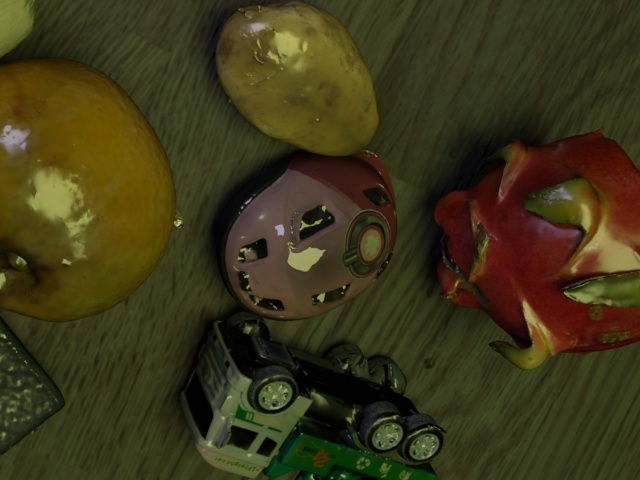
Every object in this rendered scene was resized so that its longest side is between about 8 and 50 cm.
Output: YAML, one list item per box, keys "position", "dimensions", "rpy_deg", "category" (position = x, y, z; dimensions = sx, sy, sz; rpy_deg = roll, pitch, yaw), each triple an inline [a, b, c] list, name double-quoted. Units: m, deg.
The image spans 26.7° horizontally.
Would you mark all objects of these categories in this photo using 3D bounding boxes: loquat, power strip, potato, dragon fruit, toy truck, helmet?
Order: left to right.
- position: [-0.397, 0.126, 1.521]
  dimensions: [0.105, 0.070, 0.256]
  rpy_deg: [-37, 116, -8]
  category: "power strip"
- position: [-0.287, -0.058, 1.407]
  dimensions: [0.275, 0.275, 0.274]
  rpy_deg: [-8, 109, -23]
  category: "loquat"
- position: [-0.022, -0.194, 1.571]
  dimensions: [0.235, 0.128, 0.161]
  rpy_deg: [20, 113, -30]
  category: "potato"
- position: [0.000, 0.230, 1.690]
  dimensions: [0.363, 0.176, 0.178]
  rpy_deg: [26, 106, -31]
  category: "toy truck"
- position: [0.000, 0.000, 1.626]
  dimensions: [0.253, 0.154, 0.198]
  rpy_deg: [-19, 112, -14]
  category: "helmet"
- position: [0.274, 0.019, 1.689]
  dimensions: [0.226, 0.305, 0.305]
  rpy_deg: [-13, 111, -14]
  category: "dragon fruit"

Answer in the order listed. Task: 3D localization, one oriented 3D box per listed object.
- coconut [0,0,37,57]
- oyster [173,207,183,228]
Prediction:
- position: [-0.411, -0.249, 1.296]
  dimensions: [0.266, 0.237, 0.237]
  rpy_deg: [-35, 118, -16]
  category: "coconut"
- position: [-0.265, 0.011, 1.566]
  dimensions: [0.200, 0.061, 0.106]
  rpy_deg: [-5, 126, -21]
  category: "oyster"
